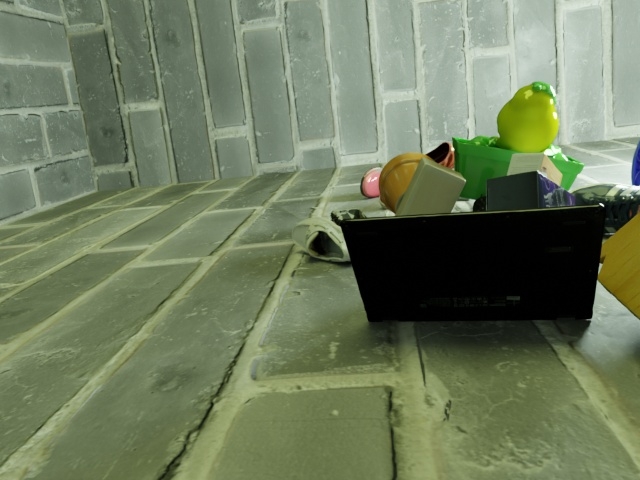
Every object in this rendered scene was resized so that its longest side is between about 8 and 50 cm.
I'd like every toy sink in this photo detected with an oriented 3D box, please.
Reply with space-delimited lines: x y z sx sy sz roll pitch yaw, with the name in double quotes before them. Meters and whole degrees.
"toy sink" 0.296 -0.093 1.729 0.131 0.234 0.153 24 14 1

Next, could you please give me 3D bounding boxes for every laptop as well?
"laptop" 0.272 0.018 1.117 0.381 0.408 0.236 -3 47 15

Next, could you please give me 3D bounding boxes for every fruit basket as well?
"fruit basket" 0.583 -0.287 1.839 0.392 0.392 0.283 -5 13 8

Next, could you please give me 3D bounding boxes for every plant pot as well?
"plant pot" 0.286 -0.142 1.908 0.205 0.205 0.188 -6 28 4

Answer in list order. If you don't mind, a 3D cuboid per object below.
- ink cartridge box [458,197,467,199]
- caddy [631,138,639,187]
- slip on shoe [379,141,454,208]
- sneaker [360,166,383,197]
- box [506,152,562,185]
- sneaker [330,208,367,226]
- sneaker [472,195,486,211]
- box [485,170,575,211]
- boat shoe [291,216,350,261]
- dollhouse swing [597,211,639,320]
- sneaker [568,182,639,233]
"ink cartridge box" 0.521 -0.225 2.249 0.127 0.128 0.176 5 17 41
"caddy" 1.018 -0.226 1.773 0.341 0.241 0.179 -14 19 -32
"slip on shoe" 0.339 -0.228 2.162 0.331 0.101 0.123 -34 41 11
"sneaker" 0.298 -0.239 2.454 0.313 0.116 0.136 -15 17 -32
"box" 0.547 -0.123 1.619 0.091 0.171 0.130 6 -16 43
"sneaker" 0.091 -0.054 1.836 0.106 0.078 0.234 -9 11 -2
"sneaker" 0.548 -0.076 1.767 0.234 0.084 0.097 7 -5 43
"box" 0.425 -0.034 1.245 0.108 0.153 0.207 -8 -15 40
"boat shoe" 0.000 0.000 1.602 0.096 0.098 0.277 -15 17 -37
"dollhouse swing" 0.656 0.089 0.891 0.315 0.305 0.347 -44 17 13
"sneaker" 0.738 -0.070 1.467 0.350 0.131 0.148 -3 9 14
